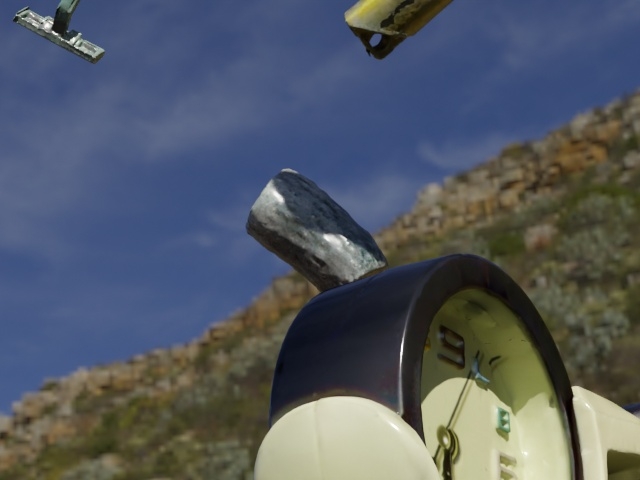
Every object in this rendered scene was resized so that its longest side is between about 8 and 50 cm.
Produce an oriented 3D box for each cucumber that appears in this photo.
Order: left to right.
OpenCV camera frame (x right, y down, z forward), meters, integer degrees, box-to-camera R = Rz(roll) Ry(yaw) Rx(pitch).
[{"bbox_3d":[-0.002,-0.001,1.134,0.064,0.112,0.064,-47,-13,-14],"label":"cucumber"}]

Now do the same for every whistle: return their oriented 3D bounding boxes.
[{"bbox_3d":[0.166,-0.308,1.526,0.326,0.057,0.068,-40,-54,4],"label":"whistle"}]

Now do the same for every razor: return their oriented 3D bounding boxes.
[{"bbox_3d":[-0.187,-0.267,1.310,0.084,0.211,0.036,28,2,6],"label":"razor"}]

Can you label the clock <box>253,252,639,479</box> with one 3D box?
[{"bbox_3d":[0.107,0.168,0.719,0.120,0.276,0.379,-18,-34,34],"label":"clock"}]
